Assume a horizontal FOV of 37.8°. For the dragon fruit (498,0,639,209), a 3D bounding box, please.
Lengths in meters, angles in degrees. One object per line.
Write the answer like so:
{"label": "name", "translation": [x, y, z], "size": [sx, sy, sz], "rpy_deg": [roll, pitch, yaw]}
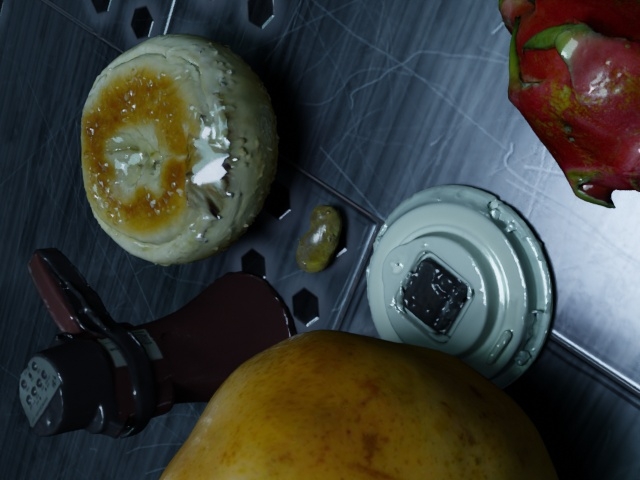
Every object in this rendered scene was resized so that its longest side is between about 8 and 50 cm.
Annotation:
{"label": "dragon fruit", "translation": [0.262, -0.154, 0.824], "size": [0.269, 0.200, 0.198], "rpy_deg": [-93, 27, -51]}

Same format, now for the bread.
{"label": "bread", "translation": [-0.171, -0.112, 1.177], "size": [0.306, 0.159, 0.305], "rpy_deg": [2, 93, 41]}

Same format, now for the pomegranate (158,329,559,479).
{"label": "pomegranate", "translation": [0.031, 0.291, 0.906], "size": [0.417, 0.417, 0.416], "rpy_deg": [5, 98, 39]}

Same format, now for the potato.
{"label": "potato", "translation": [0.000, 0.000, 1.122], "size": [0.046, 0.045, 0.092], "rpy_deg": [-115, 44, -61]}

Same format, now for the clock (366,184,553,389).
{"label": "clock", "translation": [0.135, 0.058, 1.013], "size": [0.236, 0.053, 0.236], "rpy_deg": [7, 100, 39]}

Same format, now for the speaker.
{"label": "speaker", "translation": [-0.212, 0.107, 1.143], "size": [0.198, 0.329, 0.259], "rpy_deg": [-25, 72, 39]}
